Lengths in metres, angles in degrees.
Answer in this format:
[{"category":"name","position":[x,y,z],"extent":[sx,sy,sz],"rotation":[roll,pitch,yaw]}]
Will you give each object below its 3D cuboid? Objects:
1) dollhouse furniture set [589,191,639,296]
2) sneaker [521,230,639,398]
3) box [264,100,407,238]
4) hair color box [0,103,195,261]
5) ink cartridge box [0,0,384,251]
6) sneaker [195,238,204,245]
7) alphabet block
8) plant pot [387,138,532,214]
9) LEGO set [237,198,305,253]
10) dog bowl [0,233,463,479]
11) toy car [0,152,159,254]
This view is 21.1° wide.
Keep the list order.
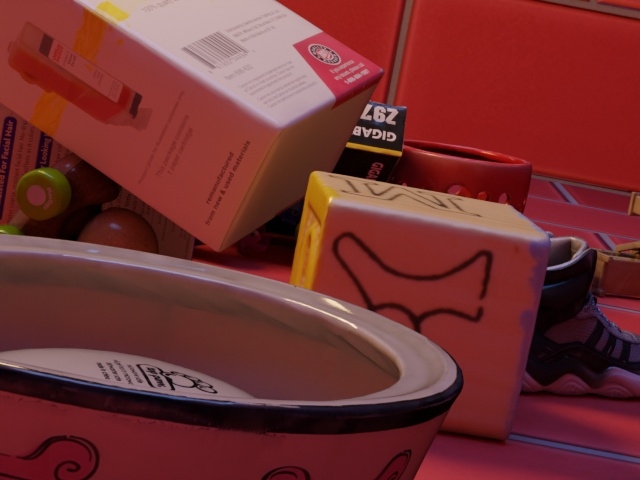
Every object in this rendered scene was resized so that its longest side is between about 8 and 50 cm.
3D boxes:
[{"category":"dollhouse furniture set","position":[0.394,-0.009,2.399],"extent":[0.182,0.161,0.101],"rotation":[7,9,-27]},{"category":"sneaker","position":[0.269,0.074,1.741],"extent":[0.268,0.153,0.101],"rotation":[5,11,-34]},{"category":"box","position":[-0.048,-0.098,2.226],"extent":[0.257,0.079,0.322],"rotation":[11,-22,-7]},{"category":"hair color box","position":[-0.303,-0.078,1.933],"extent":[0.338,0.185,0.110],"rotation":[8,9,-18]},{"category":"ink cartridge box","position":[-0.169,-0.188,1.797],"extent":[0.384,0.160,0.279],"rotation":[34,28,11]},{"category":"sneaker","position":[-0.276,-0.057,2.063],"extent":[0.322,0.130,0.236],"rotation":[18,18,29]},{"category":"alphabet block","position":[0.076,0.054,1.535],"extent":[0.197,0.192,0.193],"rotation":[11,7,-7]},{"category":"plant pot","position":[0.168,-0.035,2.249],"extent":[0.191,0.174,0.191],"rotation":[11,9,-2]},{"category":"LEGO set","position":[0.000,0.000,2.171],"extent":[0.227,0.093,0.087],"rotation":[17,41,9]},{"category":"dog bowl","position":[-0.126,0.111,1.057],"extent":[0.408,0.150,0.408],"rotation":[10,8,-1]},{"category":"toy car","position":[-0.224,0.016,1.750],"extent":[0.188,0.149,0.155],"rotation":[41,19,8]}]
